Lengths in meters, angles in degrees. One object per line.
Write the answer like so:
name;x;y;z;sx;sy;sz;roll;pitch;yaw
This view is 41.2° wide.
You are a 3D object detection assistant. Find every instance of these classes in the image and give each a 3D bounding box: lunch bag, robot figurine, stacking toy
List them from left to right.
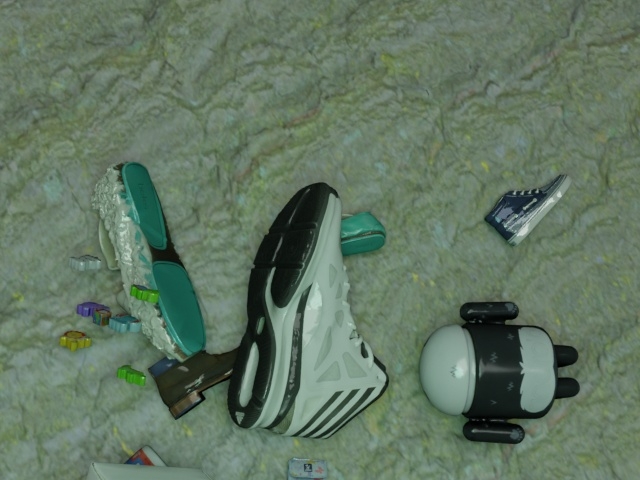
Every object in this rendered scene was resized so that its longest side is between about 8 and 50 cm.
stacking toy;-0.361;0.133;1.468;0.221;0.052;0.166;19;106;33
lunch bag;-0.025;0.427;1.498;0.071;0.053;0.083;7;63;-5
robot figurine;0.317;0.235;1.535;0.278;0.173;0.209;2;38;-6

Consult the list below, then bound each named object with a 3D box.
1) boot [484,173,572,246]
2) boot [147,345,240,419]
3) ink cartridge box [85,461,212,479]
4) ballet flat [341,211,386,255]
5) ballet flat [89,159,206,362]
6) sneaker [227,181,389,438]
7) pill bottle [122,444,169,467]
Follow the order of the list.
boot;0.415;-0.082;1.693;0.086;0.069;0.190;43;75;5
boot;-0.202;0.213;1.531;0.219;0.082;0.106;-37;82;-13
ink cartridge box;-0.282;0.493;1.314;0.199;0.115;0.272;14;95;-34
ballet flat;0.000;0.000;1.630;0.248;0.083;0.087;-14;50;-10
ballet flat;-0.323;0.049;1.555;0.147;0.147;0.408;-17;70;-11
sneaker;0.008;0.137;1.525;0.258;0.169;0.447;22;76;-32
pill bottle;-0.335;0.459;1.417;0.221;0.124;0.124;-41;81;-17
